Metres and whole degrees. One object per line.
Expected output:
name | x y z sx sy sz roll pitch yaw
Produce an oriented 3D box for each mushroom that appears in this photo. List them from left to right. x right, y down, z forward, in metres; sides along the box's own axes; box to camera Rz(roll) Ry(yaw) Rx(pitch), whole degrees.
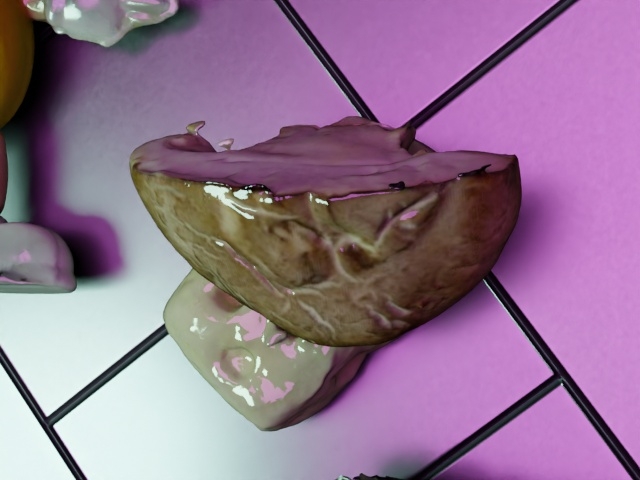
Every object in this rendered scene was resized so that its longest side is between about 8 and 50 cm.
mushroom | 0.000 0.000 0.955 0.285 0.156 0.151 4 114 17

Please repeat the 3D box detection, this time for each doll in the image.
doll | -0.322 -0.138 1.127 0.348 0.161 0.423 21 95 3

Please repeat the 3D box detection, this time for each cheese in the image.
cheese | 0.003 0.024 1.052 0.263 0.093 0.159 -45 78 9

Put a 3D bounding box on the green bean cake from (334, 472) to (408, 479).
green bean cake | 0.097 0.308 0.965 0.255 0.132 0.241 11 84 28
